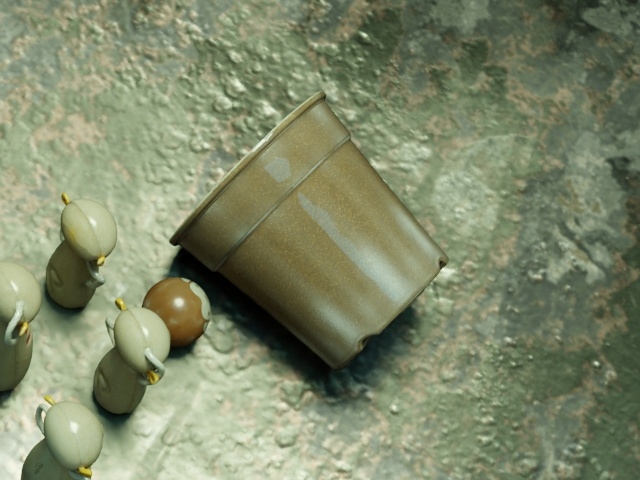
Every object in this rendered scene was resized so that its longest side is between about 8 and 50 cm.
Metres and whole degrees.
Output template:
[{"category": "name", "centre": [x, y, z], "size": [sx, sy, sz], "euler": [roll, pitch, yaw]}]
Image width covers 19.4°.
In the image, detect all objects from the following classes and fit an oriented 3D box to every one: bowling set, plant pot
[{"category": "bowling set", "centre": [-0.171, 0.040, 1.365], "size": [0.199, 0.154, 0.287], "euler": [-24, 73, -25]}, {"category": "plant pot", "centre": [0.000, 0.000, 1.441], "size": [0.165, 0.167, 0.167], "euler": [45, 60, 0]}]
